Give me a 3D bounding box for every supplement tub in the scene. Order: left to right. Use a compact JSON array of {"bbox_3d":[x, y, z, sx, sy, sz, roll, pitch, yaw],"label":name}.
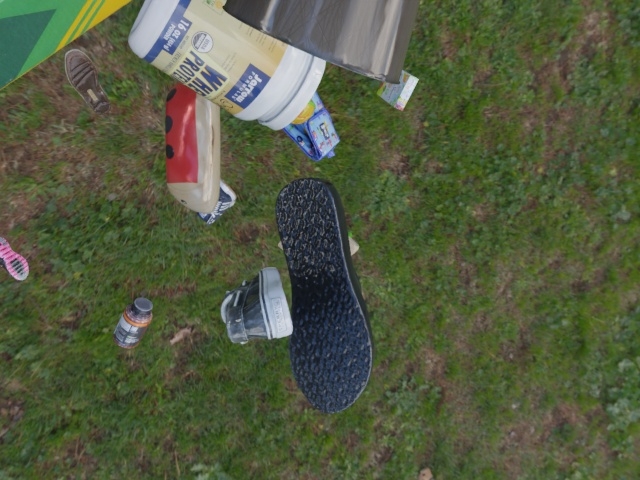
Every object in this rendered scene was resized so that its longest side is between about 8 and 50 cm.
[{"bbox_3d":[-0.705,0.309,1.858,0.105,0.106,0.198,25,115,-19],"label":"supplement tub"},{"bbox_3d":[-0.168,-0.373,0.928,0.316,0.228,0.229,27,93,-31],"label":"supplement tub"}]

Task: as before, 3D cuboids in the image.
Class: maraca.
[{"bbox_3d":[-0.078,-0.425,1.593,0.127,0.186,0.100,-2,89,0],"label":"maraca"}]

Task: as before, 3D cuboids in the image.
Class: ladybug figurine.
[{"bbox_3d":[-0.400,-0.309,1.536,0.161,0.305,0.450,0,94,-14],"label":"ladybug figurine"}]

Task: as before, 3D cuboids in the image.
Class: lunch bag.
[{"bbox_3d":[-0.044,-0.434,1.855,0.138,0.221,0.293,-28,105,29],"label":"lunch bag"}]

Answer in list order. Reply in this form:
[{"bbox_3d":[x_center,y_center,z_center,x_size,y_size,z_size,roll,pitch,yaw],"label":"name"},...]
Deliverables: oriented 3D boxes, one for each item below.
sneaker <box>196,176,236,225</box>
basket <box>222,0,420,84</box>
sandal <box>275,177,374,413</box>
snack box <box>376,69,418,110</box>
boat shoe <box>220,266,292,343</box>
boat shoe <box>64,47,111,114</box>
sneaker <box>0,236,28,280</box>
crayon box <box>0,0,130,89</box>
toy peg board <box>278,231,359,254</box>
[{"bbox_3d":[-0.414,-0.148,1.905,0.153,0.282,0.099,-40,87,-12],"label":"sneaker"},{"bbox_3d":[0.030,-0.301,0.473,0.204,0.154,0.227,25,116,4],"label":"basket"},{"bbox_3d":[0.022,0.102,0.938,0.167,0.107,0.447,-5,92,26],"label":"sandal"},{"bbox_3d":[0.229,-0.463,1.474,0.037,0.141,0.100,13,117,-26],"label":"snack box"},{"bbox_3d":[-0.128,0.116,0.911,0.118,0.335,0.121,-9,88,-8],"label":"boat shoe"},{"bbox_3d":[-0.800,-0.544,1.655,0.095,0.095,0.258,-31,153,-20],"label":"boat shoe"},{"bbox_3d":[-0.744,0.049,1.165,0.057,0.047,0.119,-35,93,37],"label":"sneaker"},{"bbox_3d":[-0.261,-0.286,0.427,0.322,0.083,0.203,-38,81,-6],"label":"crayon box"},{"bbox_3d":[0.000,0.000,1.341,0.161,0.079,0.160,42,118,-8],"label":"toy peg board"}]
